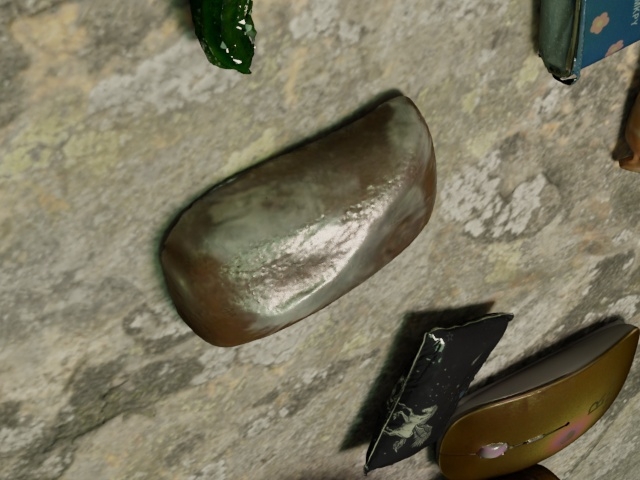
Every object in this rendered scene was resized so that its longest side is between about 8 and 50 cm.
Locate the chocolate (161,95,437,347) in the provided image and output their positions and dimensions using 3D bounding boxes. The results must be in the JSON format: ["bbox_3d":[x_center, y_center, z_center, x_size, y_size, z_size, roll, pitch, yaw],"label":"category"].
[{"bbox_3d":[0.001,0.000,0.975,0.254,0.080,0.157,-30,143,-16],"label":"chocolate"}]

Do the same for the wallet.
[{"bbox_3d":[0.279,-0.229,1.009,0.202,0.059,0.141,-28,140,-17],"label":"wallet"}]

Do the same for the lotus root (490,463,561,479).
[{"bbox_3d":[0.243,0.372,1.497,0.314,0.141,0.169,-23,129,-74],"label":"lotus root"}]

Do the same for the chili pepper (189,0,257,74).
[{"bbox_3d":[0.009,-0.230,0.759,0.279,0.065,0.122,-42,153,5],"label":"chili pepper"}]

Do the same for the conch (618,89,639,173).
[{"bbox_3d":[0.400,-0.145,1.149,0.158,0.127,0.255,-17,141,-33],"label":"conch"}]

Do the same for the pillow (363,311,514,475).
[{"bbox_3d":[0.121,0.164,1.281,0.141,0.055,0.208,-10,135,-45],"label":"pillow"}]

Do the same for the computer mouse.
[{"bbox_3d":[0.279,0.203,1.457,0.310,0.072,0.158,-22,138,-23],"label":"computer mouse"}]
